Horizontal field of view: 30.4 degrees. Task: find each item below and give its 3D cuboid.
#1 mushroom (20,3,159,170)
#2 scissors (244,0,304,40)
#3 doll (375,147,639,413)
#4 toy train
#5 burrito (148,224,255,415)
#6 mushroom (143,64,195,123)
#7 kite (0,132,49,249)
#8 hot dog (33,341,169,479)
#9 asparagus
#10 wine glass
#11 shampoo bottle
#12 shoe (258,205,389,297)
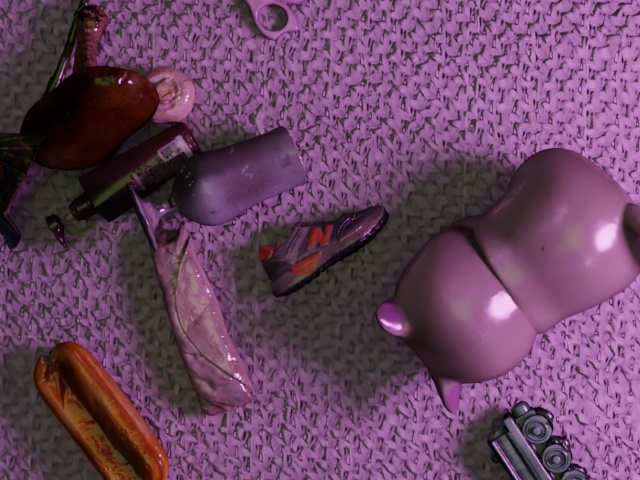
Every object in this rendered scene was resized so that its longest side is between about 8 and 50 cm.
[{"bbox_3d":[-0.323,-0.221,1.624,0.227,0.148,0.217,-30,55,29],"label":"mushroom"},{"bbox_3d":[-0.119,-0.363,1.667,0.212,0.021,0.110,22,92,2],"label":"scissors"},{"bbox_3d":[0.264,0.036,1.552,0.370,0.226,0.215,-31,118,10],"label":"doll"},{"bbox_3d":[0.295,0.307,1.606,0.111,0.071,0.170,-33,87,7],"label":"toy train"},{"bbox_3d":[-0.168,0.107,1.630,0.082,0.059,0.275,-19,86,5],"label":"burrito"},{"bbox_3d":[-0.216,-0.203,1.640,0.084,0.067,0.083,0,83,-4],"label":"mushroom"},{"bbox_3d":[-0.478,-0.066,1.625,0.234,0.016,0.321,50,116,26],"label":"kite"},{"bbox_3d":[-0.299,0.249,1.624,0.100,0.068,0.249,-38,85,13],"label":"hot dog"},{"bbox_3d":[-0.351,-0.288,1.671,0.023,0.022,0.232,20,89,17],"label":"asparagus"},{"bbox_3d":[-0.138,-0.074,1.600,0.231,0.103,0.103,-22,87,-11],"label":"wine glass"},{"bbox_3d":[-0.274,-0.078,1.639,0.236,0.067,0.068,-31,77,0],"label":"shampoo bottle"},{"bbox_3d":[0.001,-0.001,1.626,0.194,0.074,0.077,-35,82,2],"label":"shoe"}]
